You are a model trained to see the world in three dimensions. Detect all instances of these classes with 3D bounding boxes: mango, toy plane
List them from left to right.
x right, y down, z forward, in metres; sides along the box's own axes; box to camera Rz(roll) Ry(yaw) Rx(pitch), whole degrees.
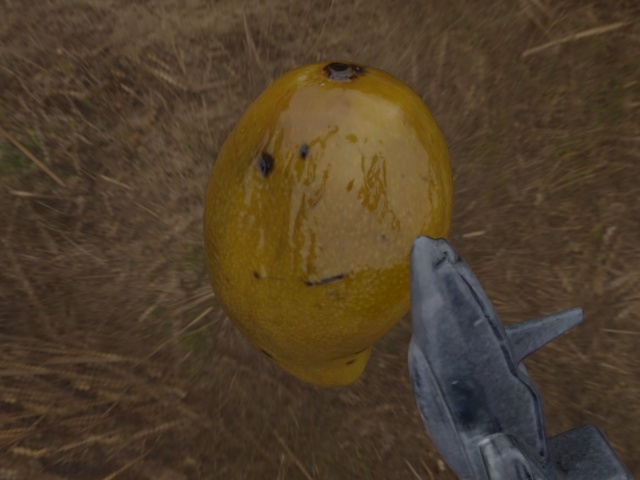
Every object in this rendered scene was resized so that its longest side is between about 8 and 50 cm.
[{"bbox_3d":[-0.002,0.002,0.868,0.157,0.109,0.262,23,131,12],"label":"mango"},{"bbox_3d":[0.089,0.099,0.547,0.088,0.212,0.267,-17,122,-6],"label":"toy plane"}]
